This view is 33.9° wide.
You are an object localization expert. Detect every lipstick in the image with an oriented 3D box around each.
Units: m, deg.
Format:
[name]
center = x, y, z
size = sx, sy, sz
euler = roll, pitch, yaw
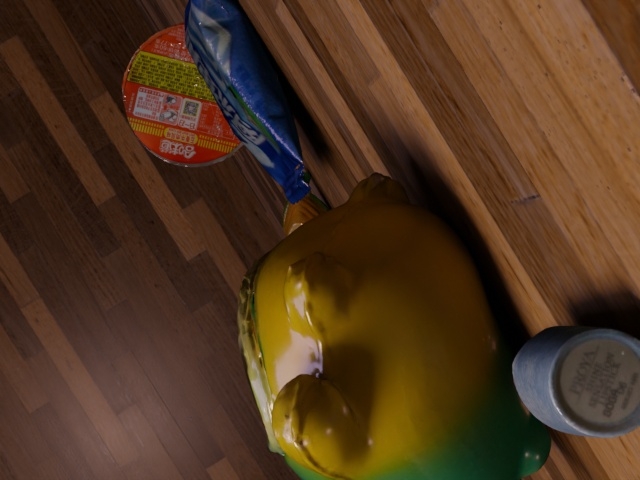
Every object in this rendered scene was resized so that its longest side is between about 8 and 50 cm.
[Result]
[lipstick]
center = 0.157, 0.090, 0.684
size = 0.068, 0.061, 0.274
euler = 46, 178, 7

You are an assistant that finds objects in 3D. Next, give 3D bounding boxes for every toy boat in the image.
[toy boat]
center = 0.000, 0.000, 1.556
size = 0.229, 0.089, 0.088
euler = 64, -151, -41

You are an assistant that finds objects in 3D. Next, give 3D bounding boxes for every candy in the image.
[candy]
center = -0.094, -0.195, 1.270
size = 0.331, 0.077, 0.187
euler = 60, 173, 3

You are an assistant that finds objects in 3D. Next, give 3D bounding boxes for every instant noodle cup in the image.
[instant noodle cup]
center = -0.171, -0.203, 1.491
size = 0.193, 0.193, 0.212
euler = 59, -178, -6

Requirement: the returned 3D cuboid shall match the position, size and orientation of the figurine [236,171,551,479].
[figurine]
center = 0.065, 0.124, 0.869
size = 0.323, 0.231, 0.340
euler = -56, -46, -50
